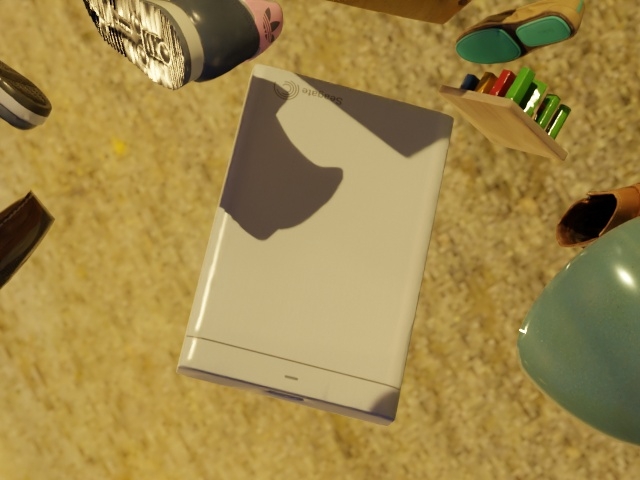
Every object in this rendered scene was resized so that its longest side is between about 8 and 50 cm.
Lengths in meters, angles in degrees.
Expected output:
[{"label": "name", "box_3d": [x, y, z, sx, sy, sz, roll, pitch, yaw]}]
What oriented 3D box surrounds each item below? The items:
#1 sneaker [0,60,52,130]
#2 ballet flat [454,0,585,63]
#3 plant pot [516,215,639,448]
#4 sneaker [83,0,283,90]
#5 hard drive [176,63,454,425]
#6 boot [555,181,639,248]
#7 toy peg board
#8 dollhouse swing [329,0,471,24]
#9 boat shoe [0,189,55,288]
[{"label": "sneaker", "box_3d": [-0.465, -0.158, 1.714, 0.295, 0.178, 0.124, 33, -175, 34]}, {"label": "ballet flat", "box_3d": [0.303, -0.318, 2.118, 0.232, 0.073, 0.080, -6, 133, 48]}, {"label": "plant pot", "box_3d": [0.402, 0.134, 1.640, 0.195, 0.290, 0.290, 56, 154, 37]}, {"label": "sneaker", "box_3d": [-0.152, -0.247, 1.435, 0.319, 0.131, 0.112, 46, 148, 46]}, {"label": "hard drive", "box_3d": [0.000, 0.000, 1.524, 0.047, 0.233, 0.353, 120, 164, -69]}, {"label": "boot", "box_3d": [0.454, -0.063, 1.814, 0.283, 0.220, 0.109, -40, 55, 47]}, {"label": "toy peg board", "box_3d": [0.297, -0.208, 2.188, 0.161, 0.079, 0.161, 37, 170, -38]}, {"label": "dollhouse swing", "box_3d": [0.071, -0.512, 2.087, 0.315, 0.347, 0.305, -38, 59, 42]}, {"label": "boat shoe", "box_3d": [-0.426, 0.053, 1.474, 0.120, 0.324, 0.122, 49, 174, -8]}]
